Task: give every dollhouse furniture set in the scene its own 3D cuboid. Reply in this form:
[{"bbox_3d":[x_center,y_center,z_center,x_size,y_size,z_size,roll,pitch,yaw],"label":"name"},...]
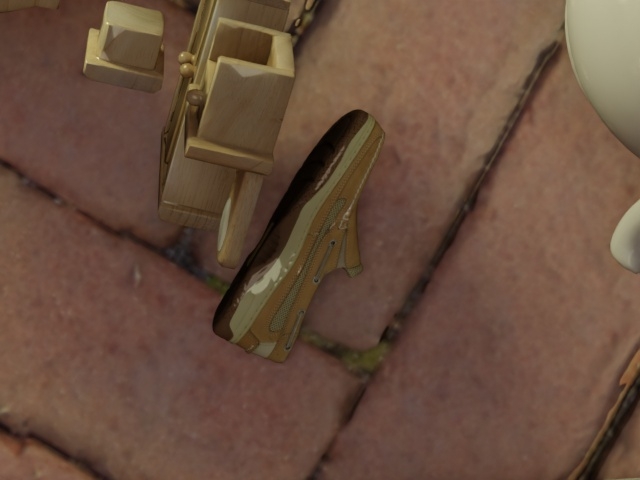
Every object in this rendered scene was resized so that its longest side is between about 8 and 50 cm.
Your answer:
[{"bbox_3d":[-0.212,-0.131,1.077,0.356,0.303,0.173,12,120,-12],"label":"dollhouse furniture set"}]

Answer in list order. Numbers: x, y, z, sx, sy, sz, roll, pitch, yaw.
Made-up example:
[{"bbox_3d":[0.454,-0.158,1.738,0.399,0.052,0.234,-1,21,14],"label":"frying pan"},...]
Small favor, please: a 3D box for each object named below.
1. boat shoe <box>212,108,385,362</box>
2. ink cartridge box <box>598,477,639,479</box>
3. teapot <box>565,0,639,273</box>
[{"bbox_3d":[0.000,0.000,1.188,0.072,0.068,0.190,30,103,-10],"label":"boat shoe"},{"bbox_3d":[0.139,0.326,1.153,0.223,0.129,0.307,-4,92,3],"label":"ink cartridge box"},{"bbox_3d":[0.252,-0.151,1.112,0.256,0.187,0.252,-45,110,-22],"label":"teapot"}]
